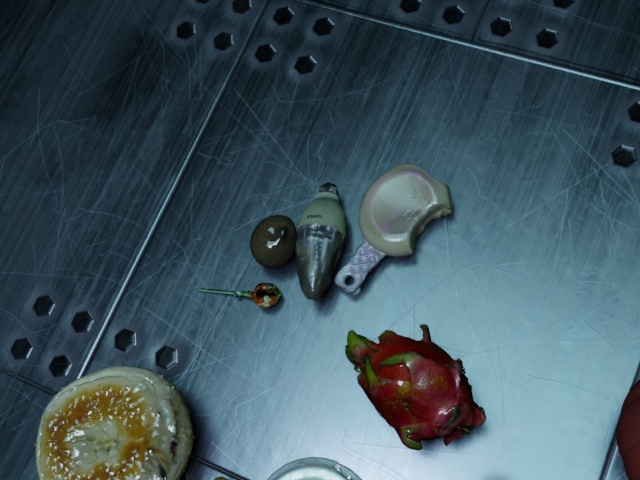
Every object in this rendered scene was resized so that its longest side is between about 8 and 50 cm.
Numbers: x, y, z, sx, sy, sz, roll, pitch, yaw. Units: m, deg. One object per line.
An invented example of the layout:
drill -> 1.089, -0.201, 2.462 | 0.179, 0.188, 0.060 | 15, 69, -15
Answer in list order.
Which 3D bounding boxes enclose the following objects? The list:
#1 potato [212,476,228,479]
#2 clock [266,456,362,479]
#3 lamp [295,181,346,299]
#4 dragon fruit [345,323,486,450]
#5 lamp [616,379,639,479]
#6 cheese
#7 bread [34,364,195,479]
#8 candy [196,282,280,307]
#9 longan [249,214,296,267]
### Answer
potato -> -0.191, 0.481, 1.725 | 0.046, 0.045, 0.092 | 4, 64, 52
clock -> -0.017, 0.505, 1.673 | 0.237, 0.053, 0.236 | -4, 71, 11
lamp -> 0.000, 0.000, 1.824 | 0.101, 0.101, 0.250 | 2, 59, 13
dragon fruit -> 0.164, 0.253, 1.674 | 0.198, 0.200, 0.269 | -55, 29, -3
lamp -> 0.616, 0.334, 1.476 | 0.303, 0.257, 0.303 | 16, 49, -19
cheese -> 0.131, -0.017, 1.819 | 0.163, 0.082, 0.286 | 32, 83, 23
bread -> -0.377, 0.381, 1.742 | 0.306, 0.159, 0.305 | -6, 66, 12
candy -> -0.166, 0.105, 1.865 | 0.185, 0.049, 0.055 | 3, 40, 22
longan -> -0.090, 0.001, 1.845 | 0.092, 0.113, 0.113 | 27, 76, -13
